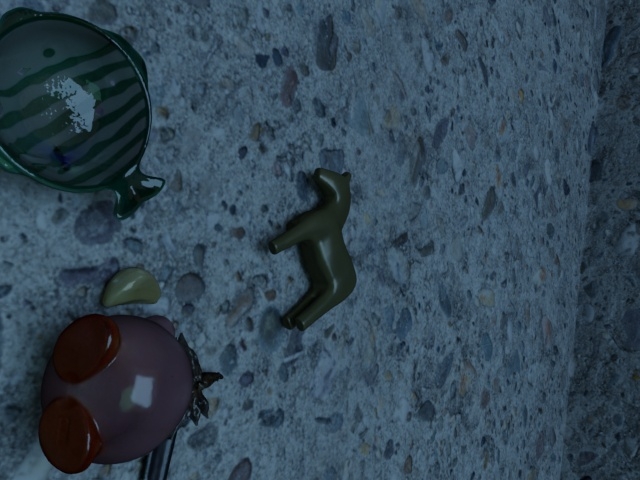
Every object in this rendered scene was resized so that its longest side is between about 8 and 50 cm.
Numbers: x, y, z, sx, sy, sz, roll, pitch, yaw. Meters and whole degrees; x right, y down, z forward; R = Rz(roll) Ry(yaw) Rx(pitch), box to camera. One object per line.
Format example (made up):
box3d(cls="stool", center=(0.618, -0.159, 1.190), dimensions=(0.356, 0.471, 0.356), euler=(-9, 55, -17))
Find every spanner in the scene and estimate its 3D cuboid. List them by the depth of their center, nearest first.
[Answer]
box3d(cls="spanner", center=(-0.237, 0.379, 0.764), dimensions=(0.087, 0.024, 0.315), euler=(19, 75, -41))

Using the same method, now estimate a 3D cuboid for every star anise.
box3d(cls="star anise", center=(-0.184, 0.211, 0.795), dimensions=(0.124, 0.056, 0.129), euler=(58, 34, -35))

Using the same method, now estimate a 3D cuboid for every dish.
box3d(cls="dish", center=(-0.292, -0.139, 0.677), dimensions=(0.224, 0.078, 0.246), euler=(-49, 122, -37))

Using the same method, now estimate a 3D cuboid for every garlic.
box3d(cls="garlic", center=(-0.242, 0.061, 0.757), dimensions=(0.083, 0.041, 0.053), euler=(11, 85, -55))

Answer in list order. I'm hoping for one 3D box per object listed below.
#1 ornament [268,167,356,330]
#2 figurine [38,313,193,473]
box3d(cls="ornament", center=(0.000, 0.000, 1.010), dimensions=(0.245, 0.061, 0.230), euler=(-34, 111, -42))
box3d(cls="figurine", center=(-0.229, 0.170, 0.673), dimensions=(0.173, 0.173, 0.173), euler=(2, 87, -48))
